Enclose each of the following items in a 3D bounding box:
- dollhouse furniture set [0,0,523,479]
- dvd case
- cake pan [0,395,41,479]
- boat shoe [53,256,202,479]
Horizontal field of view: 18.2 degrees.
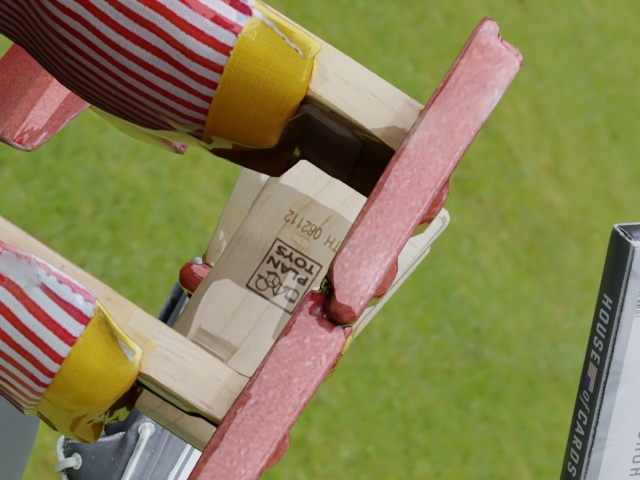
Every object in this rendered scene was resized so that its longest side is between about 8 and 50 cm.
[{"bbox_3d":[-0.076,-0.012,0.615,0.201,0.152,0.374,33,-7,3],"label":"dollhouse furniture set"},{"bbox_3d":[0.250,0.070,1.089,0.029,0.238,0.179,-130,-137,-56],"label":"dvd case"},{"bbox_3d":[-0.213,0.091,0.807,0.054,0.293,0.293,27,1,26],"label":"cake pan"},{"bbox_3d":[-0.135,0.150,1.372,0.102,0.301,0.108,31,7,-21],"label":"boat shoe"}]
